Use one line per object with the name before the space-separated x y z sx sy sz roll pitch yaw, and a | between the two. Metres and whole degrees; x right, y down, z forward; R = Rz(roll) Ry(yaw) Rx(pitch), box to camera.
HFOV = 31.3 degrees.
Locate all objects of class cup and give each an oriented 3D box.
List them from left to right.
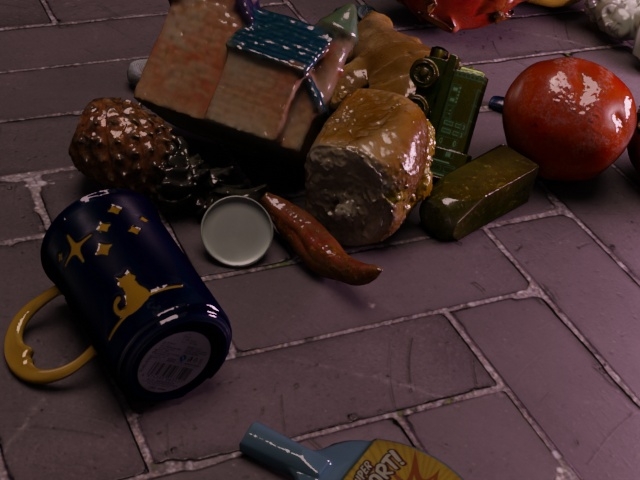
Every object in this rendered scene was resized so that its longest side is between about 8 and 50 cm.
cup | -0.266 0.106 1.508 0.178 0.255 0.256 26 19 -48

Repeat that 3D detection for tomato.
tomato | 0.416 -0.198 1.956 0.232 0.232 0.188 20 56 16

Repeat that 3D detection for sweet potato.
sweet potato | 0.001 0.010 1.708 0.058 0.078 0.255 -22 44 -35

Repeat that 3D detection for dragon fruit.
dragon fruit | 0.291 -0.555 2.394 0.315 0.250 0.250 -13 39 1

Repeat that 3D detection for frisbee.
frisbee | -0.126 -0.014 1.715 0.110 0.110 0.014 2 -7 -8

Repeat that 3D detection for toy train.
toy train | 0.204 -0.210 1.930 0.137 0.225 0.090 17 7 11

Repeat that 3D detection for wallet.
wallet | 0.088 -0.460 2.389 0.088 0.026 0.129 -7 40 -18

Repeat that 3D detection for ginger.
ginger | 0.115 -0.304 2.149 0.236 0.166 0.375 -42 28 -4

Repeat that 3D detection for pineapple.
pineapple | -0.231 -0.116 1.796 0.310 0.141 0.170 24 14 2

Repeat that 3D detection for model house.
model house | -0.103 -0.297 1.860 0.312 0.280 0.245 20 -4 14

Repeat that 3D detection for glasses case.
glasses case | 0.361 -0.256 2.172 0.083 0.023 0.033 21 37 17

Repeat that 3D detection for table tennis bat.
table tennis bat | 0.048 0.308 1.358 0.329 0.044 0.215 26 42 20

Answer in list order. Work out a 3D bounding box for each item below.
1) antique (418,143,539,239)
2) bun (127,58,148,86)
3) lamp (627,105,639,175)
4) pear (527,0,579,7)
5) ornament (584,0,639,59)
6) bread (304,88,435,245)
antique | 0.256 -0.075 1.867 0.081 0.080 0.221 36 44 30
bun | -0.313 -0.302 2.091 0.083 0.045 0.083 8 36 -6
lamp | 0.640 -0.184 1.971 0.227 0.227 0.227 5 37 -4
pear | 0.504 -0.691 2.526 0.348 0.348 0.348 5 37 -4
ornament | 0.684 -0.451 2.414 0.130 0.120 0.285 4 34 -38
bread | 0.084 -0.106 1.782 0.176 0.195 0.246 13 38 18
